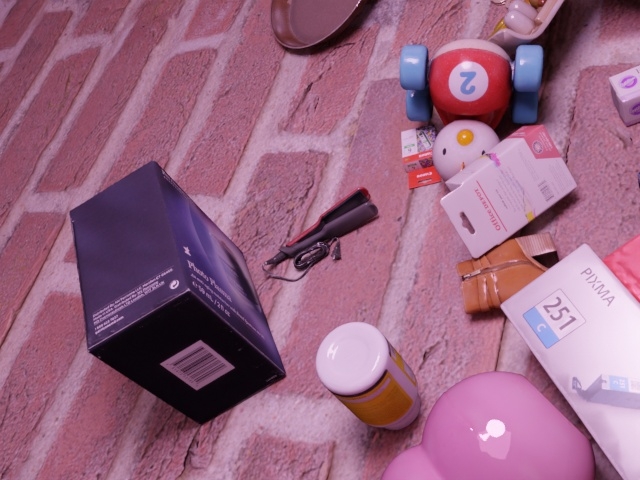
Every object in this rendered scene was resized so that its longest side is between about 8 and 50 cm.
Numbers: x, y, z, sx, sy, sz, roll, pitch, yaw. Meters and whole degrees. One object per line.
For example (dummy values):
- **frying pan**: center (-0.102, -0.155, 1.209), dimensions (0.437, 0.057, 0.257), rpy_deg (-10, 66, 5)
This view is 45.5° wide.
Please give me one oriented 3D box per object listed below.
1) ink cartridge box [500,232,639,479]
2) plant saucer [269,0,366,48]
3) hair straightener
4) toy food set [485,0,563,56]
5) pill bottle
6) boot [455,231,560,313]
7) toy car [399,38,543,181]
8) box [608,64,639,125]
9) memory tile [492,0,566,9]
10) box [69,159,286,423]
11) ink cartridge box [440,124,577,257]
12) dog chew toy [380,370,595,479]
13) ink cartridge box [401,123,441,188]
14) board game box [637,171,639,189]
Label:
- **ink cartridge box**: center (0.401, 0.116, 0.899), dimensions (0.261, 0.066, 0.296), rpy_deg (-38, 49, 10)
- **plant saucer**: center (0.013, -0.552, 1.661), dimensions (0.311, 0.050, 0.310), rpy_deg (-18, 62, 39)
- **hair straightener**: center (0.000, 0.000, 1.325), dimensions (0.230, 0.047, 0.089), rpy_deg (-31, 48, 6)
- **toy food set**: center (0.342, -0.421, 1.310), dimensions (0.306, 0.092, 0.220), rpy_deg (-55, 8, -15)
- **pill bottle**: center (0.074, 0.195, 1.051), dimensions (0.103, 0.184, 0.103), rpy_deg (-15, 52, 19)
- **boot**: center (0.281, 0.081, 1.100), dimensions (0.152, 0.073, 0.197), rpy_deg (-19, 38, 14)
- **toy car**: center (0.238, -0.177, 1.231), dimensions (0.219, 0.210, 0.237), rpy_deg (3, 72, 13)
- **box**: center (0.617, -0.275, 1.173), dimensions (0.324, 0.067, 0.063), rpy_deg (-21, 50, 14)
- **memory tile**: center (0.411, -0.475, 1.465), dimensions (0.113, 0.012, 0.148), rpy_deg (-43, 48, -5)
- **box**: center (-0.229, 0.083, 1.224), dimensions (0.183, 0.296, 0.294), rpy_deg (-31, 48, 6)
- **ink cartridge box**: center (0.273, -0.074, 1.159), dimensions (0.198, 0.115, 0.067), rpy_deg (-35, 13, -8)
- **dog chew toy**: center (0.165, 0.317, 0.916), dimensions (0.332, 0.206, 0.206), rpy_deg (-46, 48, 3)
- **ink cartridge box**: center (0.178, -0.149, 1.347), dimensions (0.063, 0.029, 0.115), rpy_deg (-13, 52, 20)
- **board game box**: center (0.564, -0.040, 1.035), dimensions (0.194, 0.060, 0.194), rpy_deg (-19, 51, 16)
